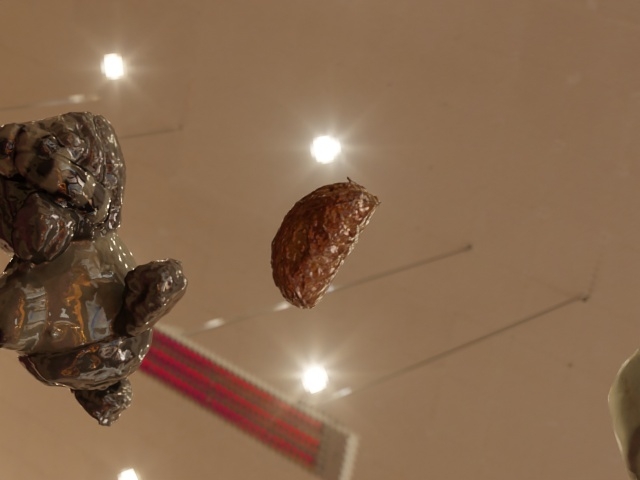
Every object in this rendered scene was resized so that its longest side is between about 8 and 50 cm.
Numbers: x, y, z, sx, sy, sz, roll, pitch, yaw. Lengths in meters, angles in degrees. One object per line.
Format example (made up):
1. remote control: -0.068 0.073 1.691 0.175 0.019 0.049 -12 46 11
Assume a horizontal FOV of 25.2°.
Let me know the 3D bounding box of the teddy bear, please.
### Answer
1. teddy bear: -0.191 0.012 1.074 0.171 0.144 0.251 -29 -101 41

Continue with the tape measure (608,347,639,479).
1. tape measure: 0.365 0.132 1.112 0.243 0.125 0.246 27 -66 -16

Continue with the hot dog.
1. hot dog: 0.000 0.000 0.855 0.035 0.058 0.083 38 -79 29
